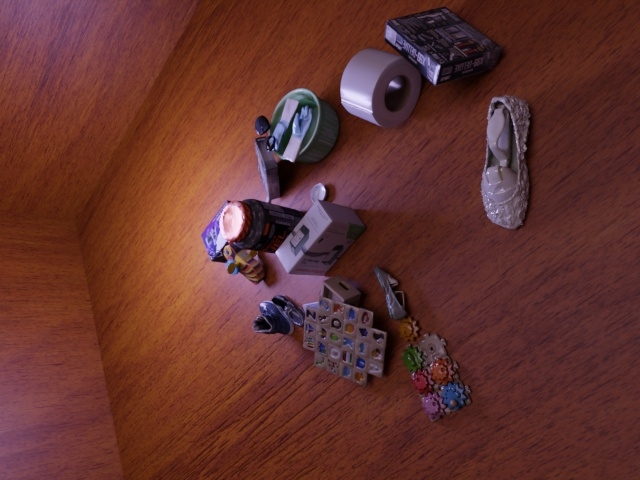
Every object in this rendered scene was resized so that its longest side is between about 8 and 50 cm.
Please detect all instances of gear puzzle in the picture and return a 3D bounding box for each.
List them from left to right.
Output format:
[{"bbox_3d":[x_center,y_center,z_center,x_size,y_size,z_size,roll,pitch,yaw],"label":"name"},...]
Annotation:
[{"bbox_3d":[0.343,0.395,1.497,0.175,0.044,0.338,-41,57,30],"label":"gear puzzle"}]

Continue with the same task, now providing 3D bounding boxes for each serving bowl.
[{"bbox_3d":[-0.003,-0.194,1.935,0.083,0.027,0.083,-8,77,41],"label":"serving bowl"}]

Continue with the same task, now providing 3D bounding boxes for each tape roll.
[{"bbox_3d":[0.216,-0.543,1.649,0.169,0.246,0.246,36,107,40],"label":"tape roll"}]

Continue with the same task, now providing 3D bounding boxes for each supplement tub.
[{"bbox_3d":[-0.230,-0.055,1.907,0.207,0.338,0.206,-9,77,42],"label":"supplement tub"}]

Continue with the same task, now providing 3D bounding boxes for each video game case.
[{"bbox_3d":[0.015,0.328,1.753,0.183,0.023,0.201,-22,86,56],"label":"video game case"}]

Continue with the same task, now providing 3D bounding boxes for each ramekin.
[{"bbox_3d":[-0.066,-0.473,1.961,0.304,0.148,0.303,-10,76,41],"label":"ramekin"}]

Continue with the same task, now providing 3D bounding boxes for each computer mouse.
[{"bbox_3d":[-0.239,-0.460,1.964,0.071,0.041,0.242,-36,47,13],"label":"computer mouse"}]

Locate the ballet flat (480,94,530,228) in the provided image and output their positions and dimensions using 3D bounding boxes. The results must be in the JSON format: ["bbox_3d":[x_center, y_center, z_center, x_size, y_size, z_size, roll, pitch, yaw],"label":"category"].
[{"bbox_3d":[0.535,-0.240,1.377,0.147,0.147,0.408,-2,82,43],"label":"ballet flat"}]

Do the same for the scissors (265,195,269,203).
[{"bbox_3d":[-0.276,-0.113,2.177,0.109,0.021,0.296,-1,83,44],"label":"scissors"}]

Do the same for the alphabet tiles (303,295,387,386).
[{"bbox_3d":[0.080,0.359,1.659,0.343,0.011,0.284,13,107,34],"label":"alphabet tiles"}]

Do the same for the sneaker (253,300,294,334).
[{"bbox_3d":[-0.236,0.323,1.966,0.226,0.164,0.086,32,106,43],"label":"sneaker"}]

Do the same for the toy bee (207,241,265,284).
[{"bbox_3d":[-0.384,0.076,2.099,0.195,0.299,0.162,-72,-2,-52],"label":"toy bee"}]

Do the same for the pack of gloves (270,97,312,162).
[{"bbox_3d":[-0.133,-0.459,1.887,0.195,0.046,0.232,34,105,40],"label":"pack of gloves"}]

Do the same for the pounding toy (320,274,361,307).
[{"bbox_3d":[0.087,0.267,1.731,0.181,0.094,0.205,39,134,40],"label":"pounding toy"}]

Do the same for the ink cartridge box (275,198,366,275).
[{"bbox_3d":[0.000,0.000,1.774,0.289,0.211,0.121,-50,55,26],"label":"ink cartridge box"}]

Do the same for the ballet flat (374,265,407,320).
[{"bbox_3d":[0.250,0.176,1.617,0.068,0.072,0.213,-21,61,8],"label":"ballet flat"}]

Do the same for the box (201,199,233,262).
[{"bbox_3d":[-0.463,-0.041,2.285,0.261,0.103,0.184,-48,57,26],"label":"box"}]

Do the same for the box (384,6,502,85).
[{"bbox_3d":[0.393,-0.646,1.515,0.307,0.243,0.076,57,159,33],"label":"box"}]

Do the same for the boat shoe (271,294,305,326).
[{"bbox_3d":[-0.135,0.297,1.942,0.206,0.065,0.075,38,108,40],"label":"boat shoe"}]

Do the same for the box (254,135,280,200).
[{"bbox_3d":[-0.236,-0.318,2.061,0.231,0.056,0.183,94,158,-61],"label":"box"}]
